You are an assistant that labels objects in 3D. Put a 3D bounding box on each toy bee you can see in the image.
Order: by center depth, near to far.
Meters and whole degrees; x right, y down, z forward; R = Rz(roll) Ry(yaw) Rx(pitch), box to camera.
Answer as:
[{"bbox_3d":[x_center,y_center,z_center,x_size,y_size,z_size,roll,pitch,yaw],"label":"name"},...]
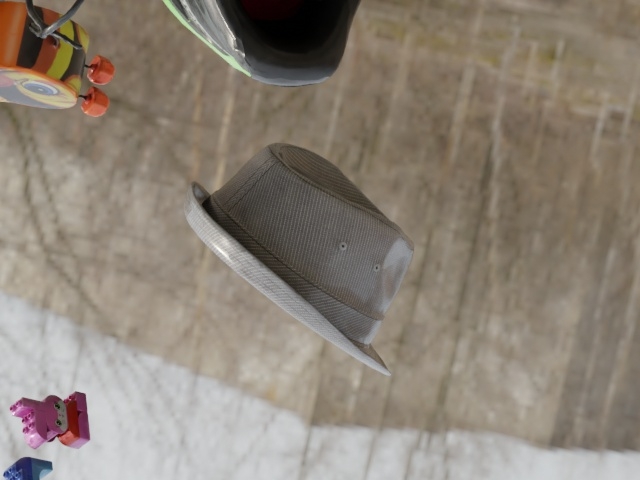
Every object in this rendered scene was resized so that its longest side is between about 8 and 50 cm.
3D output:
[{"bbox_3d":[-0.240,-0.125,1.185,0.298,0.195,0.162,25,178,39],"label":"toy bee"}]

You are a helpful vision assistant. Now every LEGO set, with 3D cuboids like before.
[{"bbox_3d":[-0.251,0.238,1.364,0.093,0.227,0.087,19,137,-38],"label":"LEGO set"}]

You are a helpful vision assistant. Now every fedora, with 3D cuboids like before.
[{"bbox_3d":[0.000,0.000,1.561,0.275,0.124,0.244,36,-173,-33],"label":"fedora"}]

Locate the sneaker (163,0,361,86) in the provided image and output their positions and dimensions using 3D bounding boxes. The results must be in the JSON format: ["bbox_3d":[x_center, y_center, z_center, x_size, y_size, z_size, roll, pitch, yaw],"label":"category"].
[{"bbox_3d":[0.018,-0.301,0.930,0.185,0.483,0.202,-5,-141,-21],"label":"sneaker"}]
